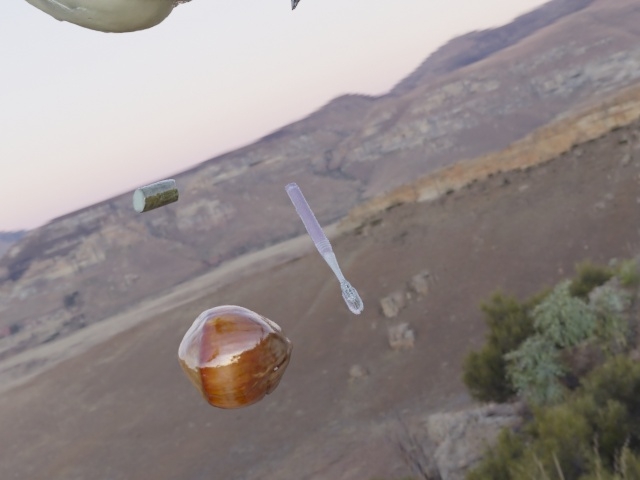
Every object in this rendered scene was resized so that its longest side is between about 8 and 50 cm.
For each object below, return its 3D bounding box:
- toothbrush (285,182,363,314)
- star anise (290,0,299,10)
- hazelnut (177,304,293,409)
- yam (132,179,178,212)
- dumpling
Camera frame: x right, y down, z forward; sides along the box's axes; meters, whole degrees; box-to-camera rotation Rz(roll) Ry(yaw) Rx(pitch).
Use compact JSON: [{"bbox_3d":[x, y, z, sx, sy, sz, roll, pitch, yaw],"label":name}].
[{"bbox_3d":[0.000,0.000,1.425,0.024,0.029,0.354,-26,39,-2],"label":"toothbrush"},{"bbox_3d":[-0.008,-0.412,1.220,0.182,0.195,0.065,-33,8,2],"label":"star anise"},{"bbox_3d":[-0.140,0.182,1.449,0.182,0.182,0.182,-20,5,2],"label":"hazelnut"},{"bbox_3d":[-0.269,-0.073,1.449,0.043,0.043,0.094,-16,5,36],"label":"yam"},{"bbox_3d":[-0.362,-0.418,1.346,0.395,0.233,0.315,14,-8,-2],"label":"dumpling"}]
